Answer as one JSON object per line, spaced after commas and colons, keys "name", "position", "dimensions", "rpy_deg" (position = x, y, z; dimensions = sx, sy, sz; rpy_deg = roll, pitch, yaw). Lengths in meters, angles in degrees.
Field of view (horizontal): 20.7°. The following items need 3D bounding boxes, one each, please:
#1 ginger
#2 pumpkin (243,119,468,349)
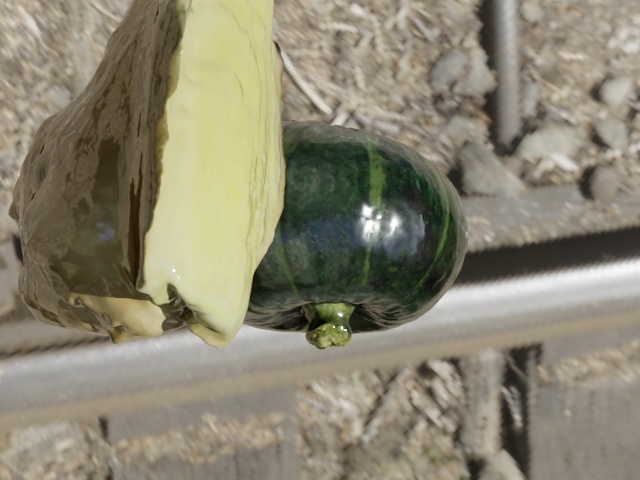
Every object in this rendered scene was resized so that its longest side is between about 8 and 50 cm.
{"name": "ginger", "position": [-0.073, -0.049, 0.738], "dimensions": [0.115, 0.123, 0.193], "rpy_deg": [38, 55, -48]}
{"name": "pumpkin", "position": [0.000, -0.003, 1.005], "dimensions": [0.167, 0.167, 0.125], "rpy_deg": [26, 80, -29]}
